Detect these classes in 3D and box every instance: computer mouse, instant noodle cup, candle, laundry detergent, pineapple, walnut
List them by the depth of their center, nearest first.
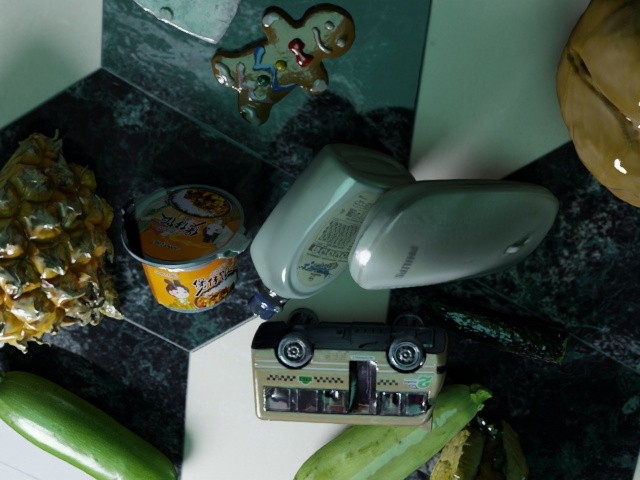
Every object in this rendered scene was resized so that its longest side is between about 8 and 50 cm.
[{"bbox_3d":[0.510,-0.200,1.646,0.397,0.308,0.354,19,146,-11],"label":"walnut"},{"bbox_3d":[-0.164,-0.348,1.672,0.192,0.068,0.169,-15,116,9],"label":"candle"},{"bbox_3d":[0.191,-0.001,1.772,0.330,0.095,0.197,-5,141,-27],"label":"computer mouse"},{"bbox_3d":[-0.396,0.063,1.777,0.286,0.209,0.344,37,107,-18],"label":"pineapple"},{"bbox_3d":[0.000,0.000,1.791,0.105,0.215,0.280,45,113,26],"label":"laundry detergent"},{"bbox_3d":[-0.188,0.022,1.800,0.177,0.208,0.126,-32,136,-29],"label":"instant noodle cup"}]

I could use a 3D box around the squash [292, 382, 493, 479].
[{"bbox_3d":[0.104,0.323,1.979,0.370,0.118,0.118,-38,111,10],"label":"squash"}]

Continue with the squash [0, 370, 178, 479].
[{"bbox_3d":[-0.376,0.298,1.951,0.378,0.101,0.101,35,109,-16],"label":"squash"}]

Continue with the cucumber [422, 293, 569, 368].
[{"bbox_3d":[0.269,0.137,1.923,0.245,0.067,0.067,17,114,-12],"label":"cucumber"}]

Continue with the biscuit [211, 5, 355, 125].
[{"bbox_3d":[-0.044,-0.254,1.744,0.205,0.031,0.138,-29,113,9],"label":"biscuit"}]

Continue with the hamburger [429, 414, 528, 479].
[{"bbox_3d":[0.232,0.431,1.985,0.132,0.211,0.309,21,114,-7],"label":"hamburger"}]

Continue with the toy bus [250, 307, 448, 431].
[{"bbox_3d":[0.045,0.196,1.877,0.289,0.139,0.157,1,106,4],"label":"toy bus"}]
